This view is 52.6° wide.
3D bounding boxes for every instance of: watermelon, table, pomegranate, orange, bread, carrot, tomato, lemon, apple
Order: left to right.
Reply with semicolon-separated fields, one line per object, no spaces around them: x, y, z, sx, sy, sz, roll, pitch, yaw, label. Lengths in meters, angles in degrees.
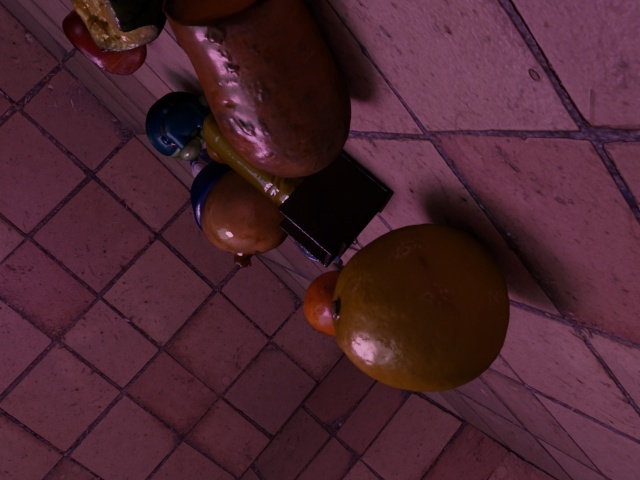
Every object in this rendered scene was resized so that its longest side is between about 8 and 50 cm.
-0.393;-0.516;1.208;0.331;0.189;0.331;44;156;26;watermelon
-0.558;-0.556;1.740;0.200;0.139;0.233;49;-157;0;tomato
-0.294;-0.283;1.983;0.114;0.099;0.102;52;163;-29;apple
-0.207;-0.091;1.895;0.307;0.307;0.307;40;169;9;pomegranate
-0.144;-0.191;1.648;0.383;0.112;0.166;40;-159;11;bread
-0.081;-0.263;1.029;0.224;0.224;0.341;33;160;38;carrot
0.030;-0.065;1.444;0.172;0.193;0.169;41;169;5;table
0.062;0.232;2.389;0.246;0.246;0.246;40;169;9;orange
0.191;0.128;1.247;0.348;0.348;0.348;40;169;9;lemon

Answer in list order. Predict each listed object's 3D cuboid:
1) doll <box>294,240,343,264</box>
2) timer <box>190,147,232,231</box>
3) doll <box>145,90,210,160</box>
0.000;0.000;1.948;0.177;0.141;0.314;43;173;16;doll
-0.340;-0.199;2.191;0.270;0.270;0.383;52;180;-41;timer
-0.402;-0.337;1.876;0.186;0.198;0.322;46;168;-19;doll
